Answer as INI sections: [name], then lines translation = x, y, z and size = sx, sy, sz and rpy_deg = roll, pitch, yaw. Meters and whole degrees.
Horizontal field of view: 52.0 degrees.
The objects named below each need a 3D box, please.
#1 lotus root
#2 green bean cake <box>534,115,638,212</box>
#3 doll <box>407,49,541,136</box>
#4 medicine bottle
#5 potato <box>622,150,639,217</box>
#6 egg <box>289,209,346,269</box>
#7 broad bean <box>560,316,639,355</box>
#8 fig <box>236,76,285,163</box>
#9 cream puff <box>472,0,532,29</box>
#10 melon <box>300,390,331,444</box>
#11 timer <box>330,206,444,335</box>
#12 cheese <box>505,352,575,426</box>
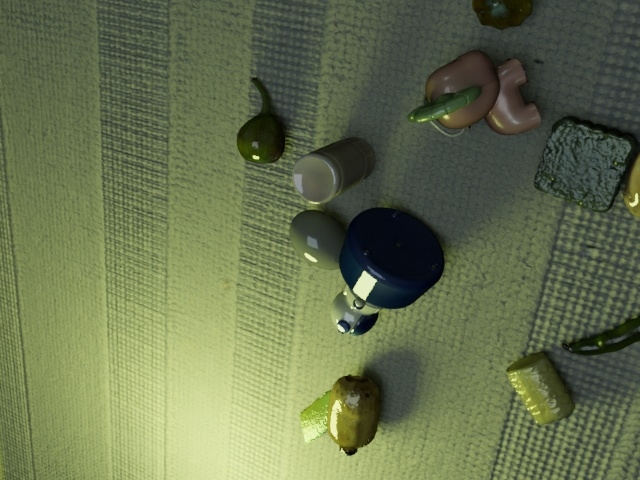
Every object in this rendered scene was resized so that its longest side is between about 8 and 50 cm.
[lotus root]
translation = 0.101, 0.535, 2.014
size = 0.160, 0.146, 0.284
rpy_deg = 17, 111, 31
[green bean cake]
translation = 0.603, -0.177, 1.500
size = 0.185, 0.094, 0.183
rpy_deg = 22, 118, 21
[doll]
translation = 0.338, -0.313, 1.506
size = 0.268, 0.284, 0.216
rpy_deg = -22, 98, 8
[medicine bottle]
translation = 0.040, -0.188, 1.713
size = 0.133, 0.249, 0.133
rpy_deg = 11, 114, 26
[potato]
translation = 0.749, -0.152, 1.409
size = 0.234, 0.128, 0.161
rpy_deg = -34, 89, 38
[egg]
translation = 0.000, 0.000, 1.867
size = 0.199, 0.146, 0.146
rpy_deg = 47, 124, -4
[broad bean]
translation = 0.724, 0.242, 1.620
size = 0.254, 0.046, 0.065
rpy_deg = -29, 94, 34
[fig]
translation = -0.167, -0.341, 1.869
size = 0.149, 0.149, 0.245
rpy_deg = 3, 90, 28
[cream puff]
translation = 0.408, -0.552, 1.465
size = 0.146, 0.116, 0.146
rpy_deg = 16, 140, 14
[melon]
translation = 0.009, 0.554, 2.144
size = 0.114, 0.053, 0.262
rpy_deg = 48, 121, 27
[timer]
translation = 0.141, 0.126, 1.803
size = 0.270, 0.270, 0.383
rpy_deg = 38, 136, 11
[cheese]
translation = 0.580, 0.390, 1.729
size = 0.123, 0.094, 0.167
rpy_deg = -34, 86, 43
